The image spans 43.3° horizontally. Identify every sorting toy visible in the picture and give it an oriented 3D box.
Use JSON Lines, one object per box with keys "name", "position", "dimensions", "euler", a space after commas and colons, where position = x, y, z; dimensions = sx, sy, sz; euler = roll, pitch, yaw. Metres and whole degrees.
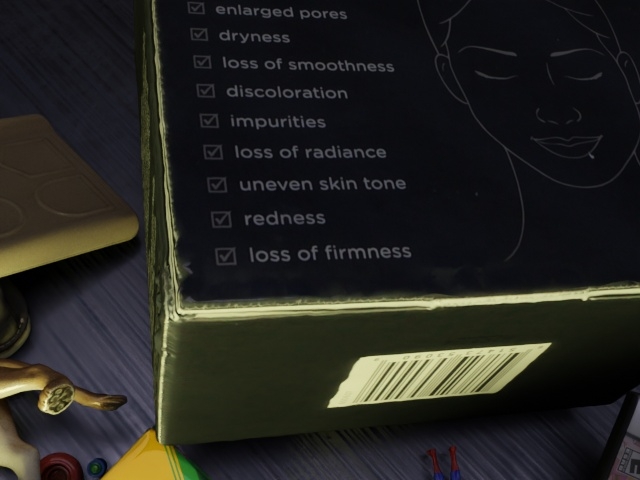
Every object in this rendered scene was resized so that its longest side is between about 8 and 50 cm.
{"name": "sorting toy", "position": [-0.233, 0.244, 0.798], "dimensions": [0.102, 0.042, 0.061], "euler": [34, 77, 0]}
{"name": "sorting toy", "position": [-0.386, -0.041, 0.884], "dimensions": [0.307, 0.041, 0.229], "euler": [-20, 54, -42]}

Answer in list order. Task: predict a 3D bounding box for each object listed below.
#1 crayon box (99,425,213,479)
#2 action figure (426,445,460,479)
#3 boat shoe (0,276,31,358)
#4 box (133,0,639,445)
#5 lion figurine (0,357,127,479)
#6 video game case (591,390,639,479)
{"name": "crayon box", "position": [-0.190, 0.323, 0.706], "dimensions": [0.165, 0.081, 0.278], "euler": [43, 64, 2]}
{"name": "action figure", "position": [0.134, 0.271, 0.822], "dimensions": [0.038, 0.030, 0.115], "euler": [-5, 65, -3]}
{"name": "boat shoe", "position": [-0.450, 0.003, 0.879], "dimensions": [0.335, 0.095, 0.112], "euler": [34, 62, 14]}
{"name": "box", "position": [0.070, -0.088, 0.781], "dimensions": [0.480, 0.297, 0.471], "euler": [-2, 60, -14]}
{"name": "lion figurine", "position": [-0.402, 0.207, 0.751], "dimensions": [0.392, 0.142, 0.240], "euler": [-28, 35, -36]}
{"name": "video game case", "position": [0.359, 0.316, 0.750], "dimensions": [0.248, 0.035, 0.274], "euler": [23, 86, 7]}
